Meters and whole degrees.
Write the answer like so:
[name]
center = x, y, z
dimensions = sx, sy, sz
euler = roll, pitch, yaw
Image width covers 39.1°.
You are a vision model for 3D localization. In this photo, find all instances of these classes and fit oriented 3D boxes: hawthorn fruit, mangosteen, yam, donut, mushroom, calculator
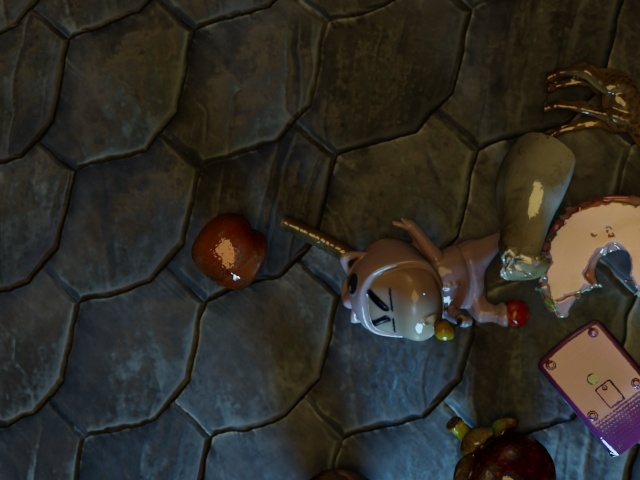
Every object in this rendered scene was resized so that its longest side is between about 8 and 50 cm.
[hawthorn fruit]
center = -0.148, 0.018, 1.484
dimensions = 0.128, 0.128, 0.128
euler = 0, 92, 13
[mangosteen]
center = 0.271, 0.358, 1.394
dimensions = 0.181, 0.156, 0.145
euler = 22, 125, 39
[yam]
center = 0.000, 0.000, 1.490
dimensions = 0.145, 0.032, 0.032
euler = 27, 97, 10
[donut]
center = 0.447, 0.028, 1.362
dimensions = 0.233, 0.085, 0.199
euler = 8, 94, 13
[mushroom]
center = 0.308, -0.051, 1.360
dimensions = 0.116, 0.093, 0.225
euler = 4, 64, 46
[calculator]
center = 0.441, 0.229, 1.397
dimensions = 0.127, 0.034, 0.190
euler = -41, 82, 12

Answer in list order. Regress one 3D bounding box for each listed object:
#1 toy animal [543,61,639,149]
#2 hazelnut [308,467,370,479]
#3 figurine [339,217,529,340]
[toy animal]
center = 0.456, -0.173, 1.373
dimensions = 0.275, 0.054, 0.149
euler = 30, 100, 9
[hazelnut]
center = 0.033, 0.444, 1.448
dimensions = 0.154, 0.143, 0.143
euler = 12, 94, -4
[figurine]
center = 0.175, 0.067, 1.386
dimensions = 0.287, 0.186, 0.176
euler = -3, 117, -4
